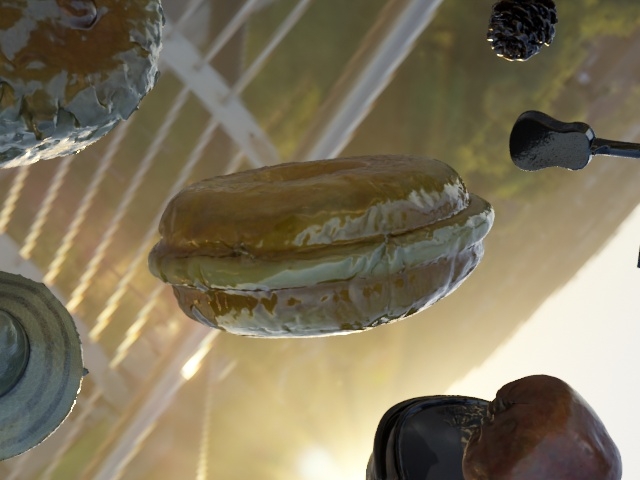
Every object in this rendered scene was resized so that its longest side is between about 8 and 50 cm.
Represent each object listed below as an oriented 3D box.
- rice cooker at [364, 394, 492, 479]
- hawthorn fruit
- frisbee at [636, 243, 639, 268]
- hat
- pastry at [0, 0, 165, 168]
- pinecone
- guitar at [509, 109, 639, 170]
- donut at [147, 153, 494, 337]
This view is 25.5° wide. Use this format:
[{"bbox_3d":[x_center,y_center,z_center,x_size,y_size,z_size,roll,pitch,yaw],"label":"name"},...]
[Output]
[{"bbox_3d":[0.191,0.368,2.135,0.267,0.267,0.224,-45,163,-29],"label":"rice cooker"},{"bbox_3d":[0.212,0.221,1.321,0.149,0.189,0.149,-29,171,-5],"label":"hawthorn fruit"},{"bbox_3d":[0.417,-0.048,1.788,0.211,0.012,0.187,79,25,-64],"label":"frisbee"},{"bbox_3d":[-0.408,0.132,1.673,0.252,0.252,0.110,-46,163,-16],"label":"hat"},{"bbox_3d":[-0.294,-0.213,1.351,0.136,0.329,0.329,-36,-176,43],"label":"pastry"},{"bbox_3d":[0.209,-0.228,1.482,0.083,0.077,0.077,-37,169,-32],"label":"pinecone"},{"bbox_3d":[0.402,-0.129,2.001,0.038,0.271,0.084,-52,145,-58],"label":"guitar"},{"bbox_3d":[0.000,0.000,1.818,0.449,0.198,0.449,-9,-170,2],"label":"donut"}]
